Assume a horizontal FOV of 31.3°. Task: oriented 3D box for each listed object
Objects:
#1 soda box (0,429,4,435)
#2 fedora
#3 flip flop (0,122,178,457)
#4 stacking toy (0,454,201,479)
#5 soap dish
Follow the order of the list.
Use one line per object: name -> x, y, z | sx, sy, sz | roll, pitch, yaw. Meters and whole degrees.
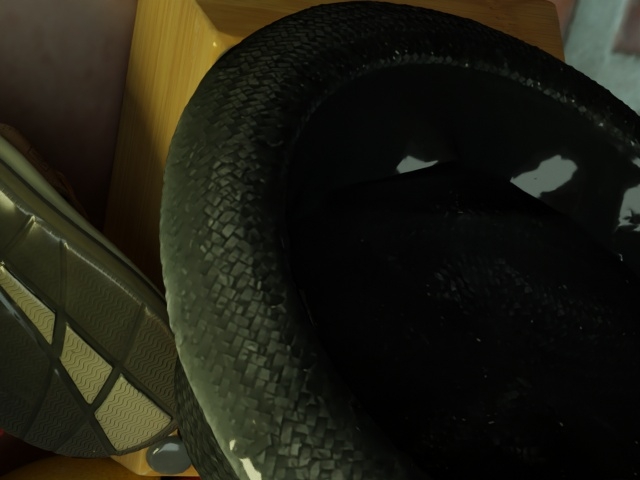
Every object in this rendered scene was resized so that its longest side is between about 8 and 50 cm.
soda box -> -0.263, 0.010, 0.563 | 0.263, 0.092, 0.083 | 32, 103, -28
fedora -> 0.060, 0.057, 0.495 | 0.334, 0.334, 0.152 | 22, 140, -26
flip flop -> -0.156, -0.009, 0.520 | 0.112, 0.080, 0.277 | -35, 109, 24
stacking toy -> -0.109, 0.229, 0.635 | 0.479, 0.351, 0.351 | 23, 107, -9
soap dish -> 0.000, 0.000, 0.626 | 0.228, 0.118, 0.291 | 5, 113, -19
